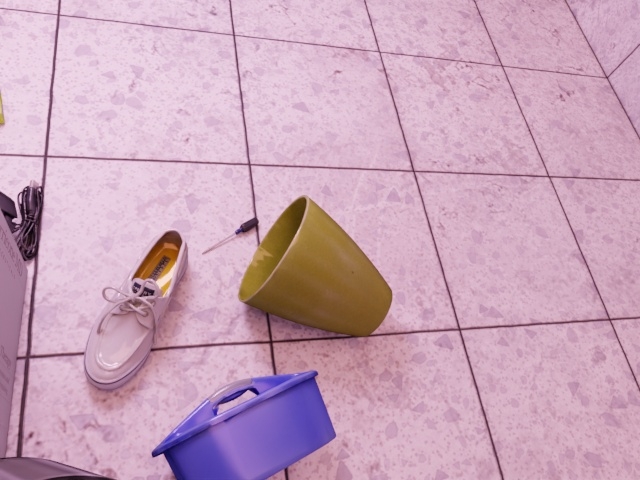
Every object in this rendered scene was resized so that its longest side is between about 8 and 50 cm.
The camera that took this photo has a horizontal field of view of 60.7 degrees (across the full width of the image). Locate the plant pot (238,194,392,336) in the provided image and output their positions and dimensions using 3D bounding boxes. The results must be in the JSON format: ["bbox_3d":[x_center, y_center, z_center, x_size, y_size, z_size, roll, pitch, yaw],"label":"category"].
[{"bbox_3d":[0.011,0.089,1.246,0.293,0.274,0.275,32,55,-16],"label":"plant pot"}]

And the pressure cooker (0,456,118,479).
[{"bbox_3d":[-0.404,0.486,0.714,0.375,0.420,0.370,36,58,-30],"label":"pressure cooker"}]

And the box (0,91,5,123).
[{"bbox_3d":[-0.860,-0.324,1.304,0.178,0.042,0.109,-10,64,-23],"label":"box"}]

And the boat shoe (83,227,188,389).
[{"bbox_3d":[-0.372,0.123,1.138,0.135,0.156,0.367,26,56,-2],"label":"boat shoe"}]

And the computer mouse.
[{"bbox_3d":[-0.709,-0.076,1.127,0.272,0.072,0.189,18,56,-41],"label":"computer mouse"}]

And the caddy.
[{"bbox_3d":[-0.140,0.356,1.033,0.341,0.241,0.179,-20,75,-28],"label":"caddy"}]

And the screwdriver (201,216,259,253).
[{"bbox_3d":[-0.219,-0.009,1.348,0.025,0.024,0.170,29,52,34],"label":"screwdriver"}]

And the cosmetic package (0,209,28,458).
[{"bbox_3d":[-0.710,0.158,0.901,0.327,0.329,0.394,1,62,-17],"label":"cosmetic package"}]
